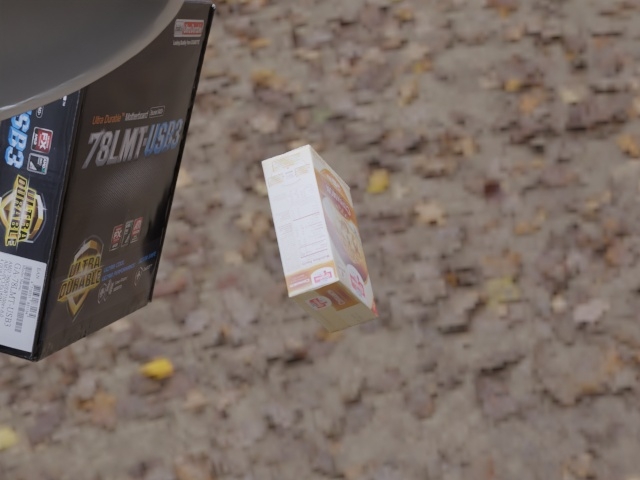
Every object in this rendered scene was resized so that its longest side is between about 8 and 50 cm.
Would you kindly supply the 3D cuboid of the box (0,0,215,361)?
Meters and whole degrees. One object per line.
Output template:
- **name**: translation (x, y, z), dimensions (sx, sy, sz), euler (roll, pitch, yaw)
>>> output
- **box**: translation (-0.189, -0.069, 1.388), dimensions (0.073, 0.293, 0.295), euler (16, 9, 11)

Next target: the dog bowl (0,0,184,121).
- **dog bowl**: translation (-0.214, -0.153, 0.922), dimensions (0.265, 0.265, 0.104), euler (-18, 77, -12)

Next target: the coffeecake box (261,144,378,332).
- **coffeecake box**: translation (0.000, 0.000, 1.998), dimensions (0.068, 0.142, 0.185), euler (-19, 64, 14)
